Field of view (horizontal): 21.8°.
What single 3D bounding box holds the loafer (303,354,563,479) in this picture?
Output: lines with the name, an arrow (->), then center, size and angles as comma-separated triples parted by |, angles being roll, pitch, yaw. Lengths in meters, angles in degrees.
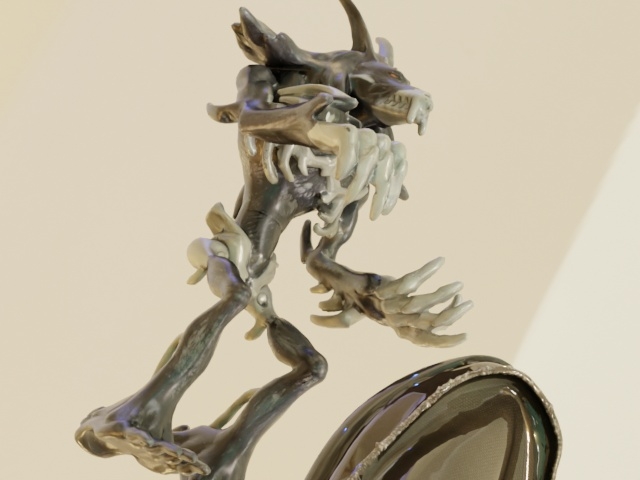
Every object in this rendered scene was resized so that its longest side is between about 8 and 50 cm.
loafer -> 0.025, 0.117, 0.563 | 0.078, 0.080, 0.220 | -18, -159, 51

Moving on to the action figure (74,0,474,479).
action figure -> 0.000, 0.000, 0.797 | 0.141, 0.164, 0.276 | 9, -116, 37
